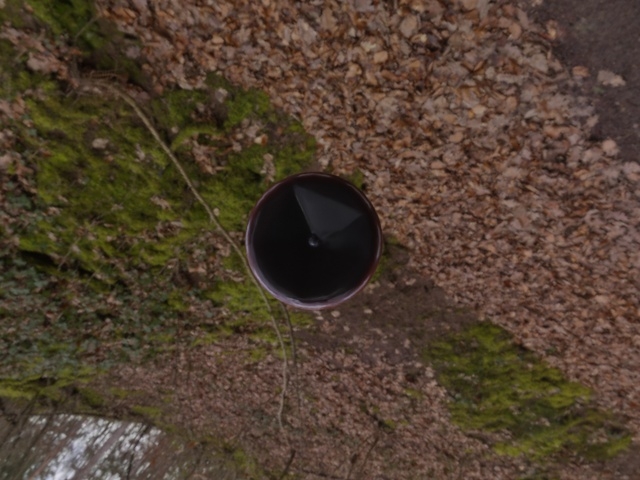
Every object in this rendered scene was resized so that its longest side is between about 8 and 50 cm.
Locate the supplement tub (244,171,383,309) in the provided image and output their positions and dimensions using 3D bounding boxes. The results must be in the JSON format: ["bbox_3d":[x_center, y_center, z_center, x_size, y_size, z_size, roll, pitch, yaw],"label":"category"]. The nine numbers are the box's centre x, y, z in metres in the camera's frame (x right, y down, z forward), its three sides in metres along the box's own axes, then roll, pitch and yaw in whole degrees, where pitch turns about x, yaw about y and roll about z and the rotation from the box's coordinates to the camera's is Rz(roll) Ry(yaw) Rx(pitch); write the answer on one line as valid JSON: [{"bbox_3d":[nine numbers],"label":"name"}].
[{"bbox_3d":[0.000,0.000,0.428,0.106,0.106,0.198,39,-178,3],"label":"supplement tub"}]
